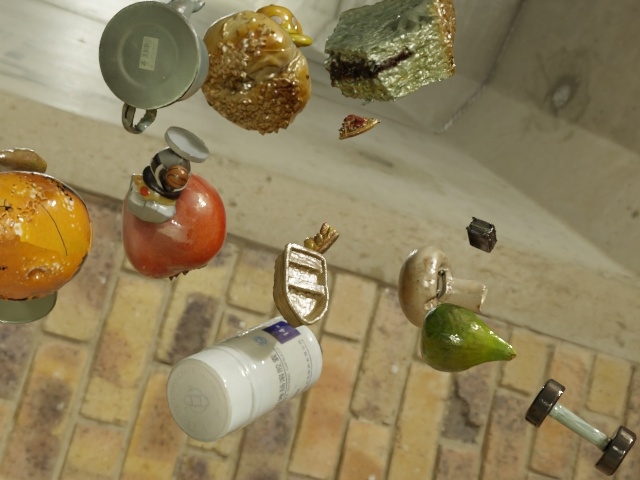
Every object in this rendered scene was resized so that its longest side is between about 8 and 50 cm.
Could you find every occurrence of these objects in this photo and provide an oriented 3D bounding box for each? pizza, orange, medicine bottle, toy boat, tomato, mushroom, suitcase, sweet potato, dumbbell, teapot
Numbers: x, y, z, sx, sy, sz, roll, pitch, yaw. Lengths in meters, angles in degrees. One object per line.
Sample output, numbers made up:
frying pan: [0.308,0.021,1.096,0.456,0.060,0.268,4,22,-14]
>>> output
pizza: [0.075,-0.268,1.912,0.100,0.029,0.099,11,-139,39]
orange: [-0.489,-0.006,1.331,0.182,0.234,0.234,55,-49,39]
medicine bottle: [-0.164,0.300,1.797,0.332,0.190,0.190,-20,142,-52]
toy boat: [-0.044,0.108,1.764,0.061,0.116,0.188,-38,-137,43]
tomato: [-0.417,-0.055,2.280,0.321,0.321,0.322,-162,-90,-76]
mushroom: [0.416,0.163,2.788,0.292,0.289,0.293,4,90,-66]
suitcase: [0.511,-0.016,2.577,0.059,0.086,0.126,-54,150,-18]
sweet potato: [-0.824,-0.222,2.217,0.243,0.077,0.077,30,76,-76]
dumbbell: [0.496,0.357,1.558,0.100,0.191,0.100,-47,157,-26]
teapot: [-0.253,-0.279,1.296,0.239,0.162,0.149,-64,175,11]

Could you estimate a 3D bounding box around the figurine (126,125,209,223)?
figurine: [-0.380,-0.145,1.984,0.236,0.133,0.176,-50,-154,25]

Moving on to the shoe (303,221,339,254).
shoe: [0.003,-0.001,2.423,0.109,0.069,0.072,-45,166,30]

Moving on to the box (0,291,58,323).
box: [-0.719,0.067,1.900,0.149,0.226,0.226,-93,-155,-46]

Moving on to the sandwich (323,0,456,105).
sandwich: [0.144,-0.403,1.684,0.325,0.262,0.131,-74,148,-53]

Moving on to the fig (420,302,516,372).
fig: [0.428,0.288,2.342,0.206,0.274,0.206,7,90,-76]

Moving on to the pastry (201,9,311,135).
pastry: [-0.170,-0.394,2.009,0.284,0.316,0.184,-14,-145,22]

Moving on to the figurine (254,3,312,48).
figurine: [-0.121,-0.522,2.247,0.215,0.215,0.228,-96,-158,-58]
